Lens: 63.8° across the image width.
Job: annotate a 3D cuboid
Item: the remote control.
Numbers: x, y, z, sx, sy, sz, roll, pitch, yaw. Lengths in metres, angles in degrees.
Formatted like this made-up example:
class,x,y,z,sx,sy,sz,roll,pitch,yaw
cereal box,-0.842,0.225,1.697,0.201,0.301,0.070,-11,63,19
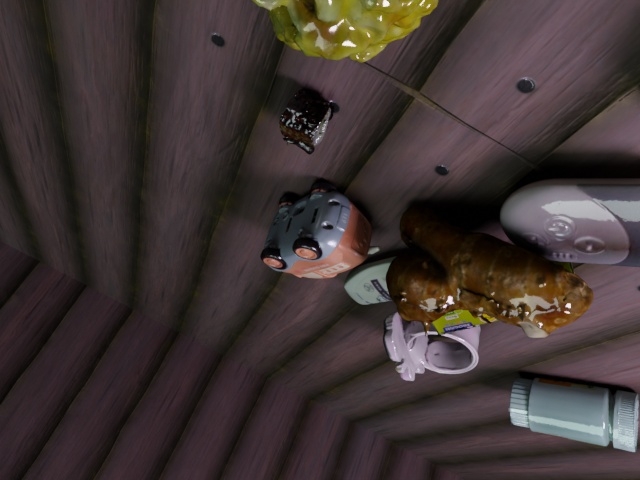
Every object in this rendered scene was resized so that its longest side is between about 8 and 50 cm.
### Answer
class,x,y,z,sx,sy,sz,roll,pitch,yaw
remote control,0.491,-0.030,0.913,0.332,0.103,0.221,2,149,31

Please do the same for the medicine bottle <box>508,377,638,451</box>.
class,x,y,z,sx,sy,sz,roll,pitch,yaw
medicine bottle,0.716,0.485,1.465,0.318,0.158,0.158,1,141,34

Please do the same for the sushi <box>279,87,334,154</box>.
class,x,y,z,sx,sy,sz,roll,pitch,yaw
sushi,-0.028,-0.232,0.989,0.084,0.094,0.098,28,165,3

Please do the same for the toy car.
class,x,y,z,sx,sy,sz,roll,pitch,yaw
toy car,0.000,0.000,1.245,0.212,0.180,0.271,33,148,-31

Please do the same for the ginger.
class,x,y,z,sx,sy,sz,roll,pitch,yaw
ginger,0.299,0.094,1.019,0.418,0.254,0.176,23,-179,38

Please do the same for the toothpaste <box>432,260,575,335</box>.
class,x,y,z,sx,sy,sz,roll,pitch,yaw
toothpaste,0.390,0.118,1.135,0.328,0.077,0.110,-18,130,23

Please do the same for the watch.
class,x,y,z,sx,sy,sz,roll,pitch,yaw
watch,0.314,0.281,1.427,0.231,0.196,0.244,-10,131,34

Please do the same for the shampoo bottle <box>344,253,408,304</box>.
class,x,y,z,sx,sy,sz,roll,pitch,yaw
shampoo bottle,0.209,0.091,1.313,0.134,0.078,0.360,42,145,-24

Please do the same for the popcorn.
class,x,y,z,sx,sy,sz,roll,pitch,yaw
popcorn,0.025,-0.340,0.672,0.242,0.234,0.250,14,164,-16
